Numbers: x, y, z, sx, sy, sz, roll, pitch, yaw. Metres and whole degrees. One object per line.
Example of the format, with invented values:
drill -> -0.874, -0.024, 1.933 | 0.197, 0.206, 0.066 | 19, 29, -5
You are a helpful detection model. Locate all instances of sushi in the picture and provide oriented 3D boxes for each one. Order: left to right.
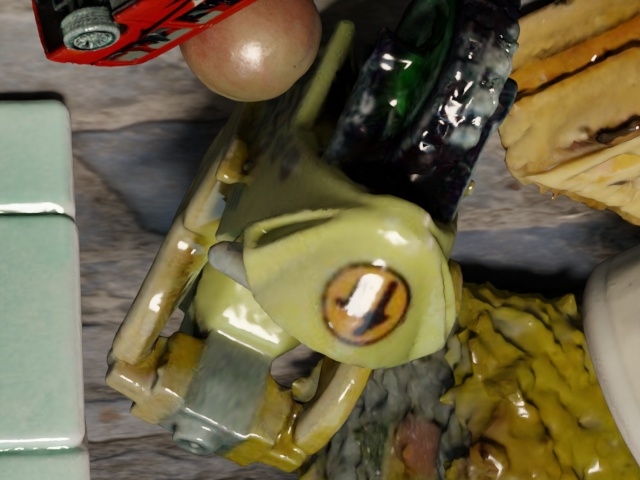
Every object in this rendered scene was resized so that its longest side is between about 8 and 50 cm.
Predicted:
sushi -> 0.133, 0.245, 1.612 | 0.240, 0.396, 0.351 | 5, 160, -31

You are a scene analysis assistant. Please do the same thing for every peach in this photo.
peach -> -0.041, -0.119, 1.122 | 0.083, 0.083, 0.083 | -5, 156, -2

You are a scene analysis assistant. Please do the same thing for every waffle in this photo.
waffle -> 0.319, -0.111, 1.177 | 0.376, 0.114, 0.261 | -23, 151, 34

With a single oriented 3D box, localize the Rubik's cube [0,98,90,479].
Rubik's cube -> -0.311, 0.114, 1.296 | 0.316, 0.321, 0.319 | -3, 157, -8

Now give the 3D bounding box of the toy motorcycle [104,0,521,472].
toy motorcycle -> 0.000, 0.000, 1.199 | 0.169, 0.237, 0.410 | 26, 152, -11

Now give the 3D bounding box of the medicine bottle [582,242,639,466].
medicine bottle -> 0.388, 0.039, 1.382 | 0.371, 0.211, 0.211 | -27, 150, 24

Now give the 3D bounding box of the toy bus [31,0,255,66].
toy bus -> -0.066, -0.157, 1.033 | 0.195, 0.081, 0.089 | -26, 159, 38
